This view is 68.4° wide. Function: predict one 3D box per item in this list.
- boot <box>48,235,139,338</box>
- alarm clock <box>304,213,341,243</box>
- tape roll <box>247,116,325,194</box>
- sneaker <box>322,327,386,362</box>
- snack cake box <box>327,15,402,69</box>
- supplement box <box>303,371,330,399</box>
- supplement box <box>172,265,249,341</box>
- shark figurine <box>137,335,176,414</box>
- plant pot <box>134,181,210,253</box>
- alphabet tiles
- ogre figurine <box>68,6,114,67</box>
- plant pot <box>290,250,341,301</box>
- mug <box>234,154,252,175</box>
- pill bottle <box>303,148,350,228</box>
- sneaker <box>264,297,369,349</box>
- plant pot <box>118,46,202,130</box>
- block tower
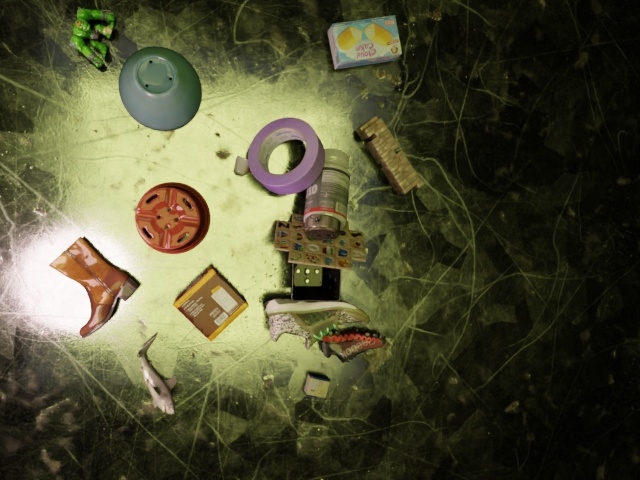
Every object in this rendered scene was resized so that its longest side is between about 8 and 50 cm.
[{"bbox_3d":[-0.836,0.169,1.658,0.280,0.096,0.264,41,83,-11],"label":"boot"},{"bbox_3d":[0.001,-0.051,1.680,0.129,0.192,0.064,0,66,17],"label":"alarm clock"},{"bbox_3d":[-0.125,-0.312,1.737,0.275,0.090,0.275,-5,72,17],"label":"tape roll"},{"bbox_3d":[0.130,0.426,1.902,0.276,0.097,0.135,3,92,-12],"label":"sneaker"},{"bbox_3d":[0.175,-0.781,1.862,0.264,0.089,0.152,-14,95,-12],"label":"snack cake box"},{"bbox_3d":[-0.015,0.586,1.895,0.083,0.056,0.083,16,89,-14],"label":"supplement box"},{"bbox_3d":[-0.406,0.230,1.747,0.191,0.129,0.194,-43,101,-8],"label":"supplement box"},{"bbox_3d":[-0.595,0.508,1.748,0.116,0.166,0.278,-21,79,-37],"label":"shark figurine"},{"bbox_3d":[-0.519,-0.077,1.636,0.272,0.265,0.272,-1,93,-14],"label":"plant pot"},{"bbox_3d":[0.000,0.000,1.772,0.342,0.285,0.011,8,129,-7],"label":"alphabet tiles"},{"bbox_3d":[-0.795,-0.716,1.632,0.118,0.097,0.197,14,105,-31],"label":"ogre figurine"},{"bbox_3d":[-0.031,0.130,1.814,0.187,0.167,0.188,2,91,-13],"label":"plant pot"},{"bbox_3d":[-0.290,-0.279,1.788,0.078,0.062,0.064,23,95,-5],"label":"mug"},{"bbox_3d":[0.028,-0.192,1.785,0.161,0.161,0.283,11,69,-14],"label":"pill bottle"},{"bbox_3d":[-0.016,0.330,1.811,0.410,0.158,0.182,3,72,-3],"label":"sneaker"},{"bbox_3d":[-0.562,-0.548,1.640,0.290,0.195,0.290,-1,92,-14],"label":"plant pot"},{"bbox_3d":[0.279,-0.336,1.907,0.097,0.091,0.335,-38,100,-8],"label":"block tower"}]
